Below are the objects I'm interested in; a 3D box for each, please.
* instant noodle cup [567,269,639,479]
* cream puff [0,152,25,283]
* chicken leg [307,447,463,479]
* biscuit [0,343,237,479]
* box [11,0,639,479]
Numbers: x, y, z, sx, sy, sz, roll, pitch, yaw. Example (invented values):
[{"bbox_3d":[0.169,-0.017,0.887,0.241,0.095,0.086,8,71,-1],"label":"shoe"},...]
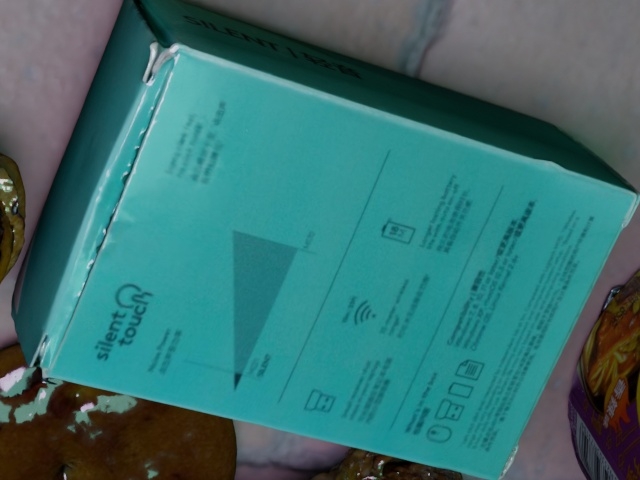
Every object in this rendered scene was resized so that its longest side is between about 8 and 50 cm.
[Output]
[{"bbox_3d":[0.326,0.147,1.170,0.340,0.266,0.340,-7,116,-15],"label":"instant noodle cup"},{"bbox_3d":[-0.223,-0.017,0.996,0.119,0.104,0.133,-40,99,7],"label":"cream puff"},{"bbox_3d":[-0.001,0.179,1.176,0.196,0.080,0.125,-19,120,-18],"label":"chicken leg"},{"bbox_3d":[-0.151,0.148,1.137,0.212,0.036,0.212,-8,119,-14],"label":"biscuit"},{"bbox_3d":[0.000,0.000,1.072,0.311,0.118,0.205,15,107,-25],"label":"box"}]
